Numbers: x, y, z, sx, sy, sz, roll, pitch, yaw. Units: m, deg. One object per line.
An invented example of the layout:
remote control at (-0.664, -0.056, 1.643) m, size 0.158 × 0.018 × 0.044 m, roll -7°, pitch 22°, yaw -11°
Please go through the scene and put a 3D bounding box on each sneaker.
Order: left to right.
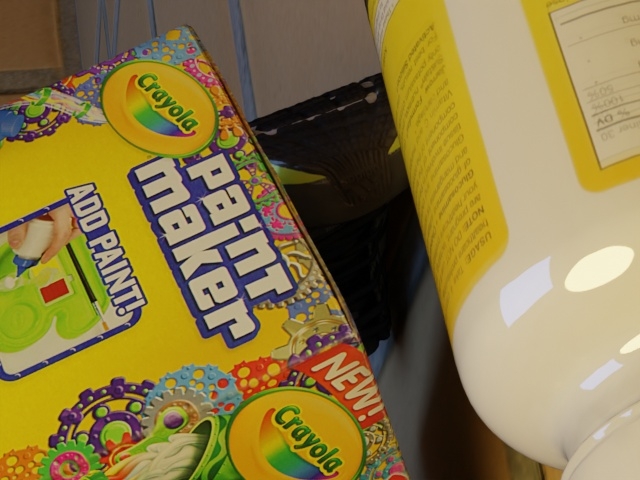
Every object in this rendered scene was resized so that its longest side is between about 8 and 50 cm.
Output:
sneaker at (0.000, 0.000, 0.932) m, size 0.300 × 0.111 × 0.121 m, roll 142°, pitch 106°, yaw -79°

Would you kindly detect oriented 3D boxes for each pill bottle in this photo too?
pill bottle at (0.074, -0.010, 0.455) m, size 0.103 × 0.103 × 0.184 m, roll 99°, pitch 163°, yaw -52°

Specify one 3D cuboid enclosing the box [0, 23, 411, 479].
box at (-0.110, 0.119, 0.764) m, size 0.290 × 0.279 × 0.177 m, roll 69°, pitch 174°, yaw -48°
